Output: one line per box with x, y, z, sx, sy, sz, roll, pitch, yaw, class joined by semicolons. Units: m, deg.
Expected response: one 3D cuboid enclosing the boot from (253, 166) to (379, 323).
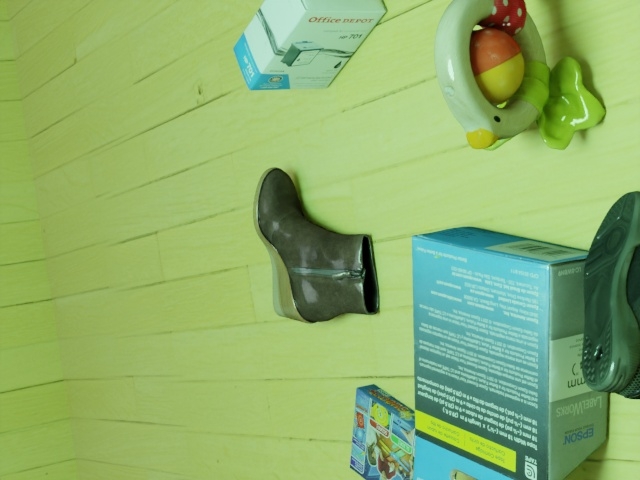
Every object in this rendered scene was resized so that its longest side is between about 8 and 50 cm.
0.000;0.000;1.740;0.207;0.090;0.248;-9;88;45;boot

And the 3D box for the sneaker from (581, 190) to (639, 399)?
0.348;0.064;1.207;0.087;0.130;0.228;136;147;-57;sneaker

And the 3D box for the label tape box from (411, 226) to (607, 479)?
0.223;0.166;1.387;0.240;0.106;0.334;15;109;54;label tape box

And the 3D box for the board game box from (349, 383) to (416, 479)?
0.116;0.308;1.646;0.201;0.035;0.136;29;120;51;board game box

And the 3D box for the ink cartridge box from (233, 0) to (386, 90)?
-0.018;-0.298;1.623;0.190;0.139;0.082;-45;59;51;ink cartridge box

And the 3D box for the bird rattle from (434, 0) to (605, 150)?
0.202;-0.208;1.249;0.143;0.207;0.254;2;118;41;bird rattle
